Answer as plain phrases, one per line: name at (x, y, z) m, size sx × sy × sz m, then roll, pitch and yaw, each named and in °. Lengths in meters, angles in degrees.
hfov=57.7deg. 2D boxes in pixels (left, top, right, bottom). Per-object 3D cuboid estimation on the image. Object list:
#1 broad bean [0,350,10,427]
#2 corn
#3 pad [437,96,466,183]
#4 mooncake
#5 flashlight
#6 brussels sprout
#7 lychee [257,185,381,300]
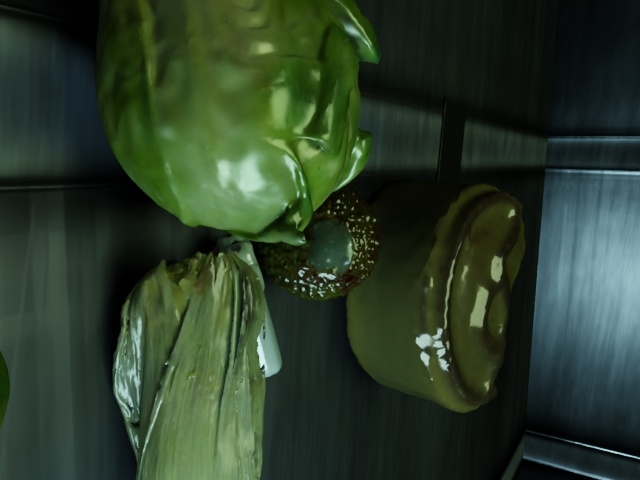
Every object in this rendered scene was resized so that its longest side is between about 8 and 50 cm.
broad bean at (-0.264, 0.046, 0.393) m, size 0.069 × 0.039 × 0.226 m, roll -57°, pitch 140°, yaw -48°
corn at (-0.121, 0.155, 0.573) m, size 0.122 × 0.124 × 0.304 m, roll -14°, pitch 107°, yaw -57°
pad at (0.308, -0.198, 1.367) m, size 0.170 × 0.006 × 0.245 m, roll 2°, pitch 94°, yaw -61°
mooncake at (0.221, 0.091, 1.046) m, size 0.393 × 0.246 × 0.393 m, roll -29°, pitch 116°, yaw -48°
flashlight at (-0.085, 0.083, 0.678) m, size 0.048 × 0.093 × 0.200 m, roll -21°, pitch 127°, yaw -17°
brussels sprout at (-0.063, -0.130, 0.530) m, size 0.294 × 0.227 × 0.259 m, roll 62°, pitch 29°, yaw -33°
lychee at (0.000, 0.000, 0.733) m, size 0.171 × 0.171 × 0.171 m, roll -17°, pitch 110°, yaw -58°
